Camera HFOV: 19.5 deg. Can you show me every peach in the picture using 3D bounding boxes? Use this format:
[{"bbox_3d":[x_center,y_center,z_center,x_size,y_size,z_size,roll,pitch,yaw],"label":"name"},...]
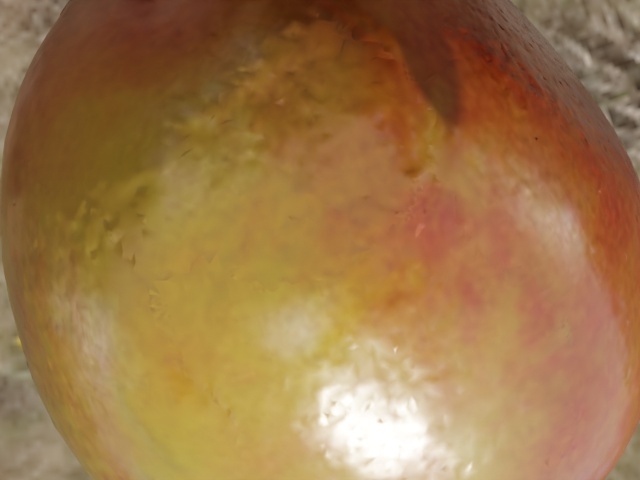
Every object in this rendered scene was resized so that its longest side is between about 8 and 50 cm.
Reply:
[{"bbox_3d":[0.000,0.000,0.848,0.307,0.308,0.332,-21,118,14],"label":"peach"}]
